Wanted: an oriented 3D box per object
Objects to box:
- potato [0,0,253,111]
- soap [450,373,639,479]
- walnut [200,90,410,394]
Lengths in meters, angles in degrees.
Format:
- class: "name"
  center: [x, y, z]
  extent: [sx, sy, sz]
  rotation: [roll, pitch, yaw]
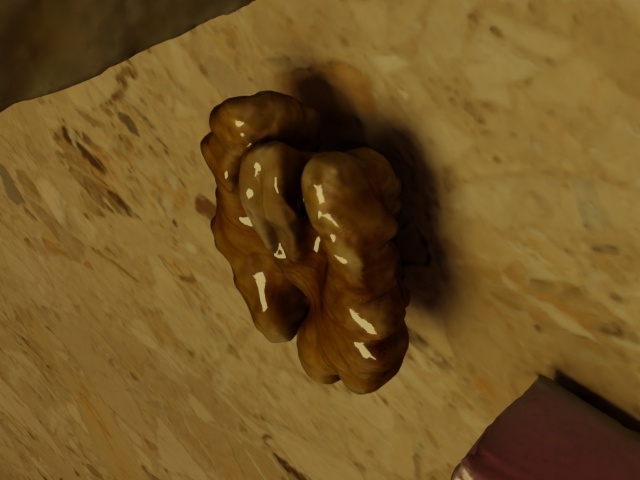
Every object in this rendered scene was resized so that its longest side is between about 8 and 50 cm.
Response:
- class: "potato"
  center: [-0.129, -0.194, 0.421]
  extent: [0.189, 0.211, 0.264]
  rotation: [37, 148, 32]
- class: "soap"
  center: [0.183, 0.199, 0.554]
  extent: [0.259, 0.081, 0.181]
  rotation: [33, 149, 35]
- class: "walnut"
  center: [0.000, 0.000, 0.614]
  extent: [0.143, 0.069, 0.170]
  rotation: [39, 151, 29]
